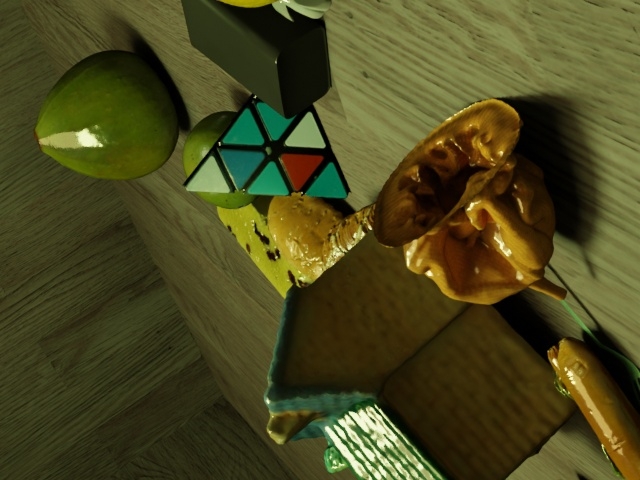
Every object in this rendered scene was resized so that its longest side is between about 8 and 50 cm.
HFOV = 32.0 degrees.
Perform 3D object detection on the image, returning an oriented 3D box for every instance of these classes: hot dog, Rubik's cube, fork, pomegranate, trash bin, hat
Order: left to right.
[{"bbox_3d":[-0.156,-0.161,2.041,0.179,0.179,0.210,54,134,6],"label":"pomegranate"},{"bbox_3d":[-0.128,-0.162,1.809,0.284,0.234,0.250,50,162,23],"label":"Rubik's cube"},{"bbox_3d":[-0.093,-0.309,1.657,0.225,0.115,0.165,43,159,27],"label":"trash bin"},{"bbox_3d":[0.216,-0.010,1.284,0.233,0.233,0.244,43,139,-18],"label":"hat"},{"bbox_3d":[0.340,0.113,1.383,0.235,0.021,0.039,54,160,12],"label":"fork"},{"bbox_3d":[0.369,0.231,1.403,0.249,0.068,0.100,56,-171,2],"label":"hot dog"}]

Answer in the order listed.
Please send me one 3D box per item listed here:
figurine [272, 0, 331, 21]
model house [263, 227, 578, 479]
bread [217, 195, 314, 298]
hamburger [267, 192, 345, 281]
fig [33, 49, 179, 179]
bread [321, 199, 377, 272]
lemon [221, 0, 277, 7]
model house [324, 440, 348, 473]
[{"bbox_3d":[-0.030,-0.341,1.490,0.086,0.082,0.094,-119,12,-67],"label":"figurine"},{"bbox_3d":[0.113,0.230,1.592,0.382,0.342,0.334,45,169,17],"label":"model house"},{"bbox_3d":[-0.088,-0.001,2.132,0.361,0.077,0.138,49,149,37],"label":"bread"},{"bbox_3d":[0.000,0.000,1.946,0.262,0.131,0.124,42,162,30],"label":"hamburger"},{"bbox_3d":[-0.479,-0.268,2.468,0.316,0.316,0.316,50,163,21],"label":"fig"},{"bbox_3d":[0.059,0.014,1.767,0.105,0.076,0.233,27,137,-8],"label":"bread"},{"bbox_3d":[-0.087,-0.378,1.376,0.203,0.178,0.178,15,138,48],"label":"lemon"},{"bbox_3d":[0.107,0.230,1.866,0.226,0.261,0.241,12,-122,-78],"label":"model house"}]
